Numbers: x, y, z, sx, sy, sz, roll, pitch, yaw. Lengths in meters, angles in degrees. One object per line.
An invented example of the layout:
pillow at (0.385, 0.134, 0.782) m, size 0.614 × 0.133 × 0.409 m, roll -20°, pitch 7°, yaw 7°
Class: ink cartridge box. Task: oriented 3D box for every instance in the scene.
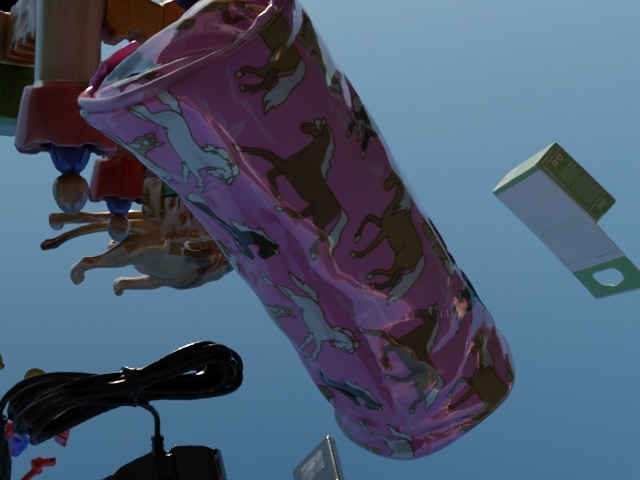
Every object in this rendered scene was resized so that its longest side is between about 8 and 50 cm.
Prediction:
ink cartridge box at (0.375, -0.023, 1.294) m, size 0.235 × 0.171 × 0.056 m, roll 44°, pitch -105°, yaw 0°

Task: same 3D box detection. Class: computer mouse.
computer mouse at (-0.140, 0.202, 0.615) m, size 0.184 × 0.262 × 0.060 m, roll -4°, pitch -156°, yaw -28°

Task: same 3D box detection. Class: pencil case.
pencil case at (0.000, 0.000, 0.648) m, size 0.386 × 0.160 × 0.167 m, roll 54°, pitch -175°, yaw -30°

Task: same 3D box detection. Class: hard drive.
hard drive at (-0.003, 0.396, 1.468) m, size 0.022 × 0.094 × 0.135 m, roll 40°, pitch -169°, yaw -18°

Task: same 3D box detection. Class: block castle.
block castle at (-0.231, -0.109, 0.950) m, size 0.303 × 0.453 × 0.213 m, roll 3°, pitch -94°, yaw -36°

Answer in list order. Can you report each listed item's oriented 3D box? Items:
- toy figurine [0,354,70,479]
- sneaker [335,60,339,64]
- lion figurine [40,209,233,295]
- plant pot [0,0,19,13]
toy figurine at (-0.516, 0.236, 1.164) m, size 0.362 × 0.217 × 0.191 m, roll 26°, pitch -120°, yaw -4°
sneaker at (-0.085, -0.329, 1.723) m, size 0.283 × 0.122 × 0.110 m, roll 13°, pitch -144°, yaw 10°
lion figurine at (-0.290, 0.015, 1.542) m, size 0.240 × 0.392 × 0.142 m, roll -9°, pitch -96°, yaw 12°
plant pot at (-0.576, -0.372, 1.657) m, size 0.323 × 0.280 × 0.323 m, roll -1°, pitch -105°, yaw 5°
